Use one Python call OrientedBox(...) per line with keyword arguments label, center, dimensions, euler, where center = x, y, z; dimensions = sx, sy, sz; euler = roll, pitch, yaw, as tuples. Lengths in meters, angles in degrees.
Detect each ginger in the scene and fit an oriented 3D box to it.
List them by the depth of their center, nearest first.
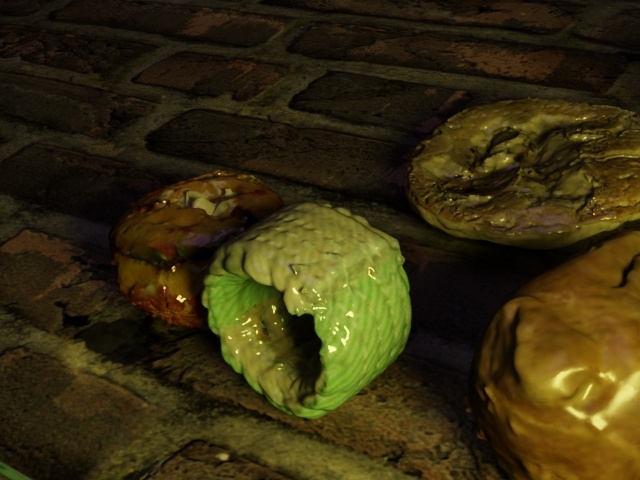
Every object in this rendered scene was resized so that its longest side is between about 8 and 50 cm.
OrientedBox(label="ginger", center=(0.243, 0.114, 0.915), dimensions=(0.223, 0.200, 0.269), euler=(0, 38, 8))

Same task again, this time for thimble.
OrientedBox(label="thimble", center=(-0.011, 0.067, 1.054), dimensions=(0.219, 0.219, 0.150), euler=(20, 42, 40))

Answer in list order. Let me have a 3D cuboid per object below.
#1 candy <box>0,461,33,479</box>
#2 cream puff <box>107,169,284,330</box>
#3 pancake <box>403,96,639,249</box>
OrientedBox(label="candy", center=(-0.269, 0.262, 0.993), dimensions=(0.305, 0.083, 0.091), euler=(10, 54, 43))
OrientedBox(label="cream puff", center=(-0.144, 0.017, 1.232), dimensions=(0.240, 0.164, 0.240), euler=(-2, 22, 1))
OrientedBox(label="pancake", center=(0.293, -0.091, 1.328), dimensions=(0.386, 0.082, 0.387), euler=(-8, 28, 5))
